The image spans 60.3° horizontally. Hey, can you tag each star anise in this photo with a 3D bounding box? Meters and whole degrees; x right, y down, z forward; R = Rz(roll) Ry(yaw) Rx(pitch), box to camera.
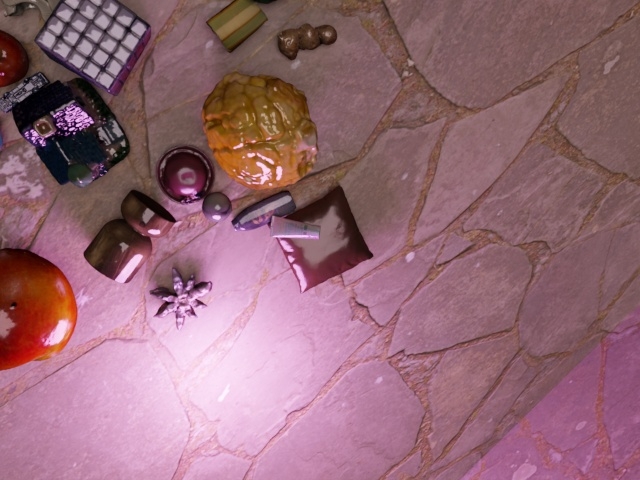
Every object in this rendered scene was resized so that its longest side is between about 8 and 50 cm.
[{"bbox_3d":[-0.490,0.201,1.954,0.236,0.093,0.229,-20,108,-6],"label":"star anise"}]

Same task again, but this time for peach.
[{"bbox_3d":[-0.963,0.213,1.718,0.388,0.388,0.388,-3,105,-12],"label":"peach"}]

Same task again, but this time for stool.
[{"bbox_3d":[-0.630,-0.012,1.822,0.179,0.179,0.264,38,93,-19],"label":"stool"}]

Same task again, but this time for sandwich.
[{"bbox_3d":[-0.260,-0.697,1.752,0.187,0.144,0.117,-40,112,-1],"label":"sandwich"}]

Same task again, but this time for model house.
[{"bbox_3d":[-0.757,-0.316,1.667,0.243,0.284,0.298,-30,109,1],"label":"model house"}]

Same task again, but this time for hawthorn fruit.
[{"bbox_3d":[-0.953,-0.539,1.614,0.173,0.173,0.173,-3,105,-12],"label":"hawthorn fruit"}]

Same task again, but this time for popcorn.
[{"bbox_3d":[-0.188,-0.337,1.755,0.390,0.344,0.354,13,95,-22],"label":"popcorn"}]

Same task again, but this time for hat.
[{"bbox_3d":[-0.455,-0.218,1.857,0.205,0.089,0.205,-4,106,-13],"label":"hat"}]

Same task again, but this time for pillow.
[{"bbox_3d":[0.000,0.000,2.008,0.308,0.108,0.305,-27,106,-3],"label":"pillow"}]

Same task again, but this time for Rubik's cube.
[{"bbox_3d":[-0.661,-0.594,1.627,0.237,0.237,0.238,32,89,-19],"label":"Rubik's cube"}]

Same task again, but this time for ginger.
[{"bbox_3d":[-0.043,-0.675,1.842,0.204,0.080,0.104,-20,132,-5],"label":"ginger"}]

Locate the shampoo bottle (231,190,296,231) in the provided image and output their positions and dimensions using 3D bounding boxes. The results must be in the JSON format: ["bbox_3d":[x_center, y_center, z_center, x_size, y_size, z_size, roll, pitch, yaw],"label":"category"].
[{"bbox_3d":[-0.205,-0.100,1.965,0.233,0.049,0.087,-25,112,-6],"label":"shampoo bottle"}]

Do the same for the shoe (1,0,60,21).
[{"bbox_3d":[-0.896,-0.757,1.592,0.342,0.132,0.210,20,96,-21],"label":"shoe"}]

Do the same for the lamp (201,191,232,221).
[{"bbox_3d":[-0.356,-0.116,1.898,0.105,0.105,0.105,-3,105,-12],"label":"lamp"}]

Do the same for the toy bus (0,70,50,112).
[{"bbox_3d":[-0.917,-0.457,1.699,0.166,0.065,0.047,-37,109,-4],"label":"toy bus"}]

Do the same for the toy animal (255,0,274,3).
[{"bbox_3d":[-0.216,-0.897,1.684,0.216,0.191,0.338,-36,109,-3],"label":"toy animal"}]

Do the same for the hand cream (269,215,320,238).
[{"bbox_3d":[-0.088,-0.040,1.922,0.174,0.047,0.076,7,94,3],"label":"hand cream"}]

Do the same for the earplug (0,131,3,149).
[{"bbox_3d":[-1.079,-0.391,1.633,0.185,0.185,0.324,-29,115,-5],"label":"earplug"}]
